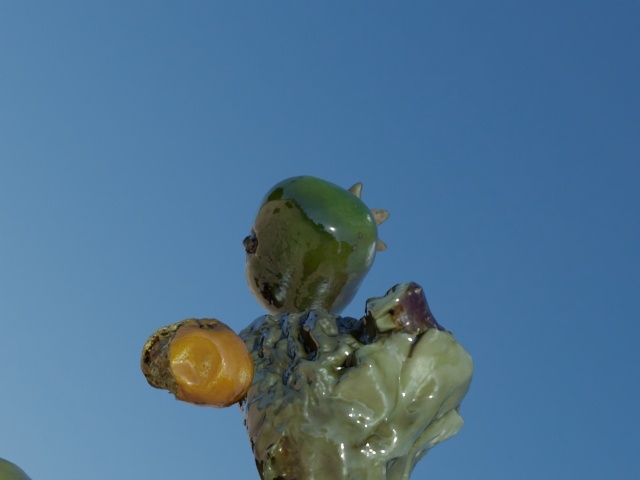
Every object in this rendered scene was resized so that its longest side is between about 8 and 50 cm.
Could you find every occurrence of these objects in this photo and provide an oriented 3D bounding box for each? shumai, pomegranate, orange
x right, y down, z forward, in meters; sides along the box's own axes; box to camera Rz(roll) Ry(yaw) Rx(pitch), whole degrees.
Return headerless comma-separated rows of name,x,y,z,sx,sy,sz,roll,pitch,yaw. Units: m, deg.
shumai,0.035,0.150,1.566,0.189,0.218,0.256,60,3,-33
pomegranate,0.000,0.000,1.833,0.131,0.191,0.152,32,-59,12
orange,-0.088,0.088,1.310,0.086,0.062,0.086,19,6,-2

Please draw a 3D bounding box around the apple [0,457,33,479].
apple,-0.397,0.381,1.758,0.357,0.357,0.357,41,-24,23
